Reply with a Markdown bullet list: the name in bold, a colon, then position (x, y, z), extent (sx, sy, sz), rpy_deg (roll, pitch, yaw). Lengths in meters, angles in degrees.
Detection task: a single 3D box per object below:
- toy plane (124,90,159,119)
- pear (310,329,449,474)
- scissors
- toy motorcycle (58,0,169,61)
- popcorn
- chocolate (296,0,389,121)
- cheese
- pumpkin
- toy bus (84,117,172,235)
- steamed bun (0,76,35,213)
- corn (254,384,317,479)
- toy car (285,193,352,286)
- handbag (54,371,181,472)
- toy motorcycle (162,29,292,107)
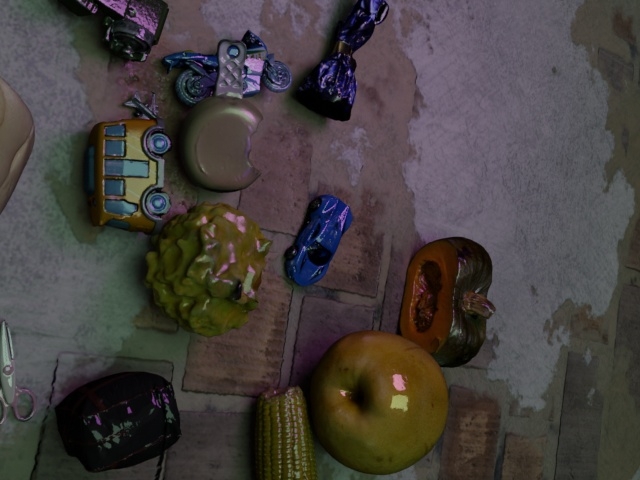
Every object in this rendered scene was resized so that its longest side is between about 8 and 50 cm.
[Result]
- **toy plane**: position (-0.323, -0.238, 1.299), extent (0.083, 0.031, 0.078), rpy_deg (47, 64, -26)
- **pear**: position (0.121, 0.338, 1.461), extent (0.315, 0.314, 0.314), rpy_deg (1, 89, -37)
- **scissors**: position (-0.517, 0.218, 1.152), extent (0.086, 0.022, 0.176), rpy_deg (-4, 95, -34)
- **toy motorcycle**: position (-0.376, -0.448, 1.216), extent (0.275, 0.127, 0.205), rpy_deg (25, 76, -41)
- **popcorn**: position (-0.196, 0.051, 1.272), extent (0.249, 0.225, 0.249), rpy_deg (6, 81, -40)
- **chocolate**: position (0.059, -0.426, 1.544), extent (0.148, 0.126, 0.343), rpy_deg (66, 42, -65)
- **cheese**: position (-0.176, -0.231, 1.308), extent (0.163, 0.082, 0.286), rpy_deg (5, 115, -17)
- **pumpkin**: position (0.312, 0.141, 1.648), extent (0.139, 0.222, 0.316), rpy_deg (22, 75, -33)
- **toy bus**: position (-0.343, -0.114, 1.228), extent (0.136, 0.126, 0.209), rpy_deg (0, 89, -28)
- **steamed bun**: position (-0.547, -0.127, 1.023), extent (0.272, 0.274, 0.290), rpy_deg (30, 75, -49)
- **corn**: position (-0.071, 0.468, 1.416), extent (0.131, 0.131, 0.344), rpy_deg (-5, 90, -37)
- **toy car**: position (0.000, 0.000, 1.515), extent (0.103, 0.063, 0.216), rpy_deg (37, 68, -31)
- **handbag**: position (-0.343, 0.303, 1.165), extent (0.170, 0.215, 0.155), rpy_deg (-11, 88, -31)
- **toy motorcycle**: position (-0.179, -0.342, 1.376), extent (0.255, 0.092, 0.135), rpy_deg (-17, 90, -26)
